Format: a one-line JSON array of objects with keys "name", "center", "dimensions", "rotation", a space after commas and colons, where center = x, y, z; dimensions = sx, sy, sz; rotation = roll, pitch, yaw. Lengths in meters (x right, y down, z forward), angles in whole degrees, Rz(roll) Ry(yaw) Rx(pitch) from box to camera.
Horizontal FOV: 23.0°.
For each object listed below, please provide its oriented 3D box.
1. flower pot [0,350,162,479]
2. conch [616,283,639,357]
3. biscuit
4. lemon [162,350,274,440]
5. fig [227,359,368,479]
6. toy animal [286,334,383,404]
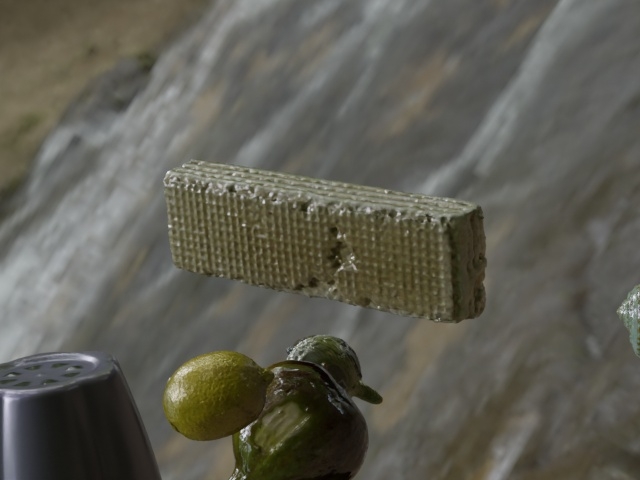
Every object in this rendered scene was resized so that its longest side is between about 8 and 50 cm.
[{"name": "flower pot", "center": [-0.305, 0.261, 1.775], "dimensions": [0.265, 0.265, 0.243], "rotation": [-159, 58, -70]}, {"name": "conch", "center": [0.289, 0.069, 1.312], "dimensions": [0.085, 0.056, 0.076], "rotation": [-1, 75, 33]}, {"name": "biscuit", "center": [0.000, 0.000, 1.851], "dimensions": [0.426, 0.144, 0.078], "rotation": [9, 24, 34]}, {"name": "lemon", "center": [-0.096, 0.145, 1.486], "dimensions": [0.110, 0.082, 0.082], "rotation": [-19, 32, 11]}, {"name": "fig", "center": [-0.070, 0.228, 1.625], "dimensions": [0.245, 0.149, 0.149], "rotation": [-33, 14, -15]}, {"name": "toy animal", "center": [0.016, 0.174, 2.088], "dimensions": [0.098, 0.137, 0.098], "rotation": [-58, 18, 31]}]
